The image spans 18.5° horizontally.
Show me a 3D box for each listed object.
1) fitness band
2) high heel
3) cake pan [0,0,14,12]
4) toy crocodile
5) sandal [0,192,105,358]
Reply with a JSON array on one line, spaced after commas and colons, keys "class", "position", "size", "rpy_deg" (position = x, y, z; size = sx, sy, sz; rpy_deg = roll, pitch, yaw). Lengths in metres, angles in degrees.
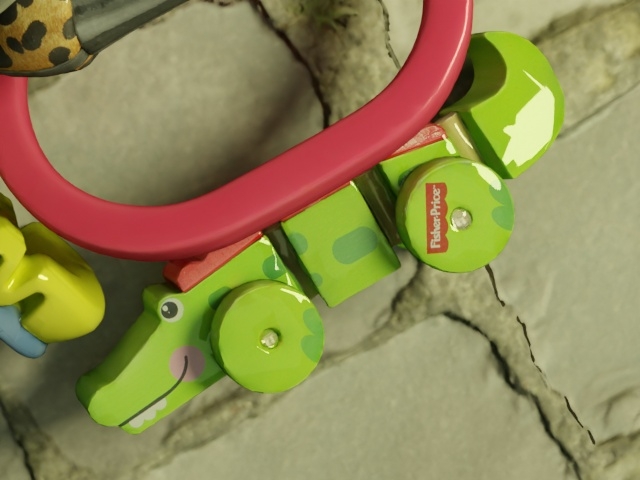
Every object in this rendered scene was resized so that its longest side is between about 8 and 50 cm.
[{"class": "fitness band", "position": [-0.056, -0.112, 1.109], "size": [0.291, 0.054, 0.209], "rpy_deg": [-29, 83, -1]}, {"class": "high heel", "position": [-0.145, -0.222, 1.065], "size": [0.186, 0.093, 0.261], "rpy_deg": [-25, 70, 12]}, {"class": "cake pan", "position": [-0.243, -0.234, 0.976], "size": [0.293, 0.054, 0.293], "rpy_deg": [4, 111, 12]}, {"class": "toy crocodile", "position": [0.000, 0.000, 1.156], "size": [0.340, 0.115, 0.105], "rpy_deg": [-33, 103, -4]}, {"class": "sandal", "position": [-0.277, -0.013, 1.097], "size": [0.317, 0.126, 0.138], "rpy_deg": [41, 97, -16]}]
